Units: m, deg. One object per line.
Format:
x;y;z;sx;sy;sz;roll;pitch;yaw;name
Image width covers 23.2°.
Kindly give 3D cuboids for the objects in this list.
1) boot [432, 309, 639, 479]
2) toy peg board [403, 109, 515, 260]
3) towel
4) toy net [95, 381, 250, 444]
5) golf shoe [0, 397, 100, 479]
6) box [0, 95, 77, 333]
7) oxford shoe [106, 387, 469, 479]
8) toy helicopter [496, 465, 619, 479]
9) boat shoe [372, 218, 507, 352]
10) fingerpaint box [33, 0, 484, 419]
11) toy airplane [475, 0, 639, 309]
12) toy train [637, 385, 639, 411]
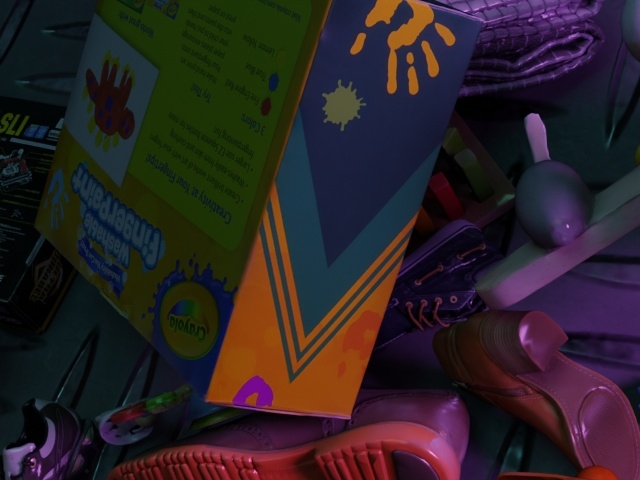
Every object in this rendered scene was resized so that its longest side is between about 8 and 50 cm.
0.190;0.143;1.383;0.073;0.197;0.152;-36;9;-27;boot
0.089;-0.067;1.584;0.161;0.079;0.161;-33;49;2;toy peg board
0.117;-0.240;1.610;0.284;0.121;0.235;-16;42;-16;towel
-0.162;0.173;1.505;0.232;0.122;0.045;-23;88;51;toy net
-0.290;0.248;1.535;0.077;0.094;0.198;-14;49;34;golf shoe
-0.399;-0.045;1.810;0.322;0.079;0.257;10;61;31;box
-0.029;0.209;1.449;0.364;0.130;0.132;-8;26;25;oxford shoe
0.266;0.275;1.243;0.355;0.140;0.235;-7;56;6;toy helicopter
0.101;0.060;1.498;0.183;0.065;0.083;-42;49;-6;boat shoe
-0.080;-0.096;1.461;0.445;0.163;0.371;35;110;55;fingerpaint box
0.326;-0.100;1.249;0.386;0.384;0.272;-26;78;-26;toy airplane
0.308;0.180;1.342;0.036;0.027;0.158;-31;50;19;toy train
